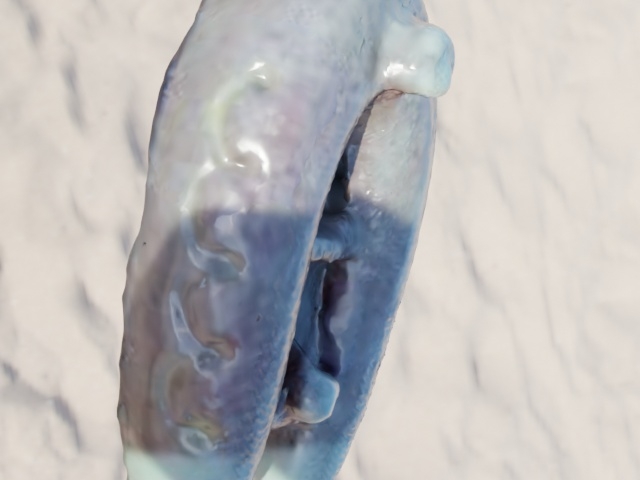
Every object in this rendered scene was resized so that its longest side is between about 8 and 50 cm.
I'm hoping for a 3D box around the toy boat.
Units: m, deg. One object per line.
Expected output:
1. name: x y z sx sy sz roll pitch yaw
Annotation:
1. toy boat: 0.000 0.000 0.655 0.155 0.085 0.227 2 98 -63
